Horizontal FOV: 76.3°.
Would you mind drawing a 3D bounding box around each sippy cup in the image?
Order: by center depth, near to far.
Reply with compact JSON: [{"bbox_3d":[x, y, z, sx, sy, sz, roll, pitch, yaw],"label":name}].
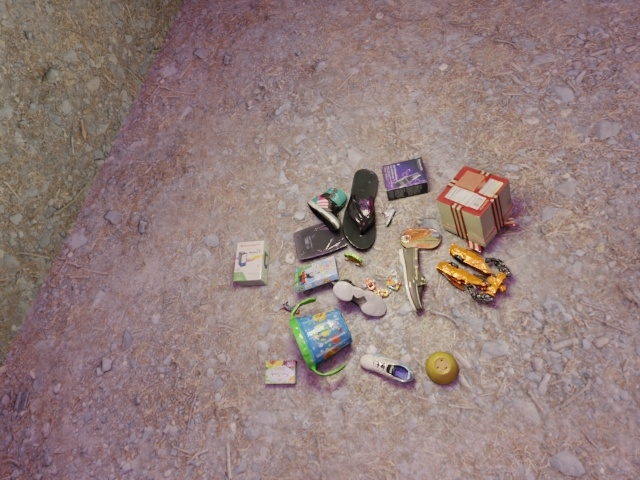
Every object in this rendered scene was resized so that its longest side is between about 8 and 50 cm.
[{"bbox_3d":[0.009,0.412,1.781,0.223,0.240,0.306,-24,101,-7],"label":"sippy cup"}]

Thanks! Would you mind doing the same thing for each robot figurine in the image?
[{"bbox_3d":[0.669,0.142,1.773,0.291,0.085,0.211,33,80,26],"label":"robot figurine"}]

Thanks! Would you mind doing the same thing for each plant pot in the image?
[{"bbox_3d":[0.494,0.513,1.655,0.134,0.095,0.134,-6,66,13],"label":"plant pot"}]

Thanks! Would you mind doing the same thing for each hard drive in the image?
[{"bbox_3d":[0.000,0.000,2.044,0.254,0.054,0.172,-18,64,7],"label":"hard drive"}]

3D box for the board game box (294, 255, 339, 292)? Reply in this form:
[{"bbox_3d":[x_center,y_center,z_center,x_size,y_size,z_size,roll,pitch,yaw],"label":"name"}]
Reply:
[{"bbox_3d":[-0.020,0.159,1.945,0.211,0.039,0.160,-19,28,6],"label":"board game box"}]

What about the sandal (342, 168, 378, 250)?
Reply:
[{"bbox_3d":[0.201,-0.171,2.009,0.167,0.107,0.447,6,68,-2],"label":"sandal"}]

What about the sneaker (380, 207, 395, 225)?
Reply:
[{"bbox_3d":[0.323,-0.118,2.014,0.069,0.038,0.098,19,64,24],"label":"sneaker"}]

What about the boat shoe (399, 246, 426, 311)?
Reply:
[{"bbox_3d":[0.422,0.166,1.820,0.091,0.109,0.305,-14,60,15],"label":"boat shoe"}]

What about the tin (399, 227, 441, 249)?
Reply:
[{"bbox_3d":[0.471,-0.006,1.922,0.189,0.040,0.106,1,64,17],"label":"tin"}]

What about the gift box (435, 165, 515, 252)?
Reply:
[{"bbox_3d":[0.688,-0.126,1.783,0.255,0.258,0.276,-45,49,-8],"label":"gift box"}]

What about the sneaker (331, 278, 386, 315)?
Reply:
[{"bbox_3d":[0.171,0.250,1.861,0.268,0.153,0.101,27,93,-11],"label":"sneaker"}]

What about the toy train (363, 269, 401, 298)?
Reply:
[{"bbox_3d":[0.286,0.198,1.880,0.166,0.046,0.125,-26,63,4],"label":"toy train"}]

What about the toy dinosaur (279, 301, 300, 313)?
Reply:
[{"bbox_3d":[-0.141,0.329,1.963,0.082,0.047,0.090,46,118,19],"label":"toy dinosaur"}]

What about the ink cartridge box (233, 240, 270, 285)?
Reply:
[{"bbox_3d":[-0.348,0.116,2.073,0.154,0.093,0.213,-4,64,15],"label":"ink cartridge box"}]

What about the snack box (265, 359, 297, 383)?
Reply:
[{"bbox_3d":[-0.178,0.597,1.845,0.141,0.037,0.100,-6,67,13],"label":"snack box"}]

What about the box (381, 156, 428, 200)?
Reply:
[{"bbox_3d":[0.420,-0.304,2.025,0.206,0.108,0.153,-12,64,11],"label":"box"}]

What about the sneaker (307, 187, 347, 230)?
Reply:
[{"bbox_3d":[0.067,-0.167,2.030,0.178,0.124,0.295,-36,37,-6],"label":"sneaker"}]

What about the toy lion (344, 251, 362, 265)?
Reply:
[{"bbox_3d":[0.155,0.082,1.940,0.100,0.096,0.034,25,76,24],"label":"toy lion"}]

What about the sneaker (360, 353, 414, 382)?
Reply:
[{"bbox_3d":[0.278,0.532,1.716,0.237,0.086,0.085,12,73,22],"label":"sneaker"}]
